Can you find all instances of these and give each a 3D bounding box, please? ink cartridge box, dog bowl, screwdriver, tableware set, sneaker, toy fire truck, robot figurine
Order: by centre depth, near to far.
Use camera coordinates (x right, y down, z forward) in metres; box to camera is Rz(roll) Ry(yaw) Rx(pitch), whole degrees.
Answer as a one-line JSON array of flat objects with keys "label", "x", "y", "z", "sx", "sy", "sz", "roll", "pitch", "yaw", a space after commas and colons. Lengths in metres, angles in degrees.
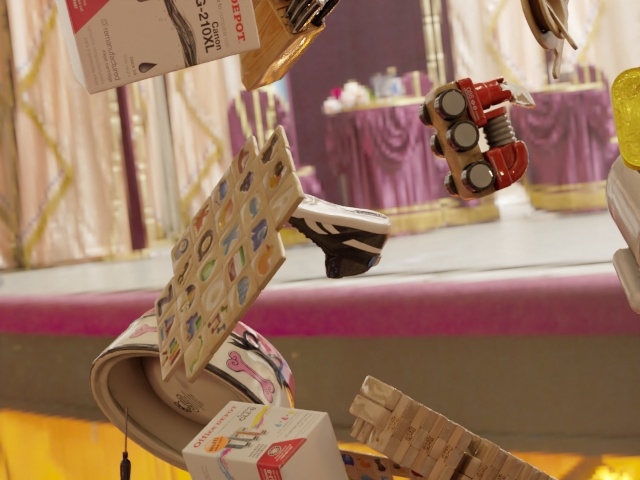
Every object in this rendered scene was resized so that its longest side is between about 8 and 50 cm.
[{"label": "tableware set", "x": 0.250, "y": -0.279, "z": 1.267, "sx": 0.039, "sy": 0.128, "sz": 0.194, "roll": -16, "pitch": 36, "yaw": 31}, {"label": "ink cartridge box", "x": -0.212, "y": -0.307, "z": 1.524, "sx": 0.237, "sy": 0.172, "sz": 0.100, "roll": -18, "pitch": 26, "yaw": -17}, {"label": "ink cartridge box", "x": -0.076, "y": 0.314, "z": 1.648, "sx": 0.176, "sy": 0.127, "sz": 0.128, "roll": 0, "pitch": 29, "yaw": 36}, {"label": "robot figurine", "x": 0.532, "y": -0.032, "z": 1.699, "sx": 0.199, "sy": 0.300, "sz": 0.353, "roll": 23, "pitch": 27, "yaw": -20}, {"label": "sneaker", "x": 0.000, "y": 0.000, "z": 1.947, "sx": 0.216, "sy": 0.121, "sz": 0.079, "roll": 13, "pitch": 21, "yaw": -5}, {"label": "toy fire truck", "x": 0.330, "y": -0.210, "z": 2.236, "sx": 0.246, "sy": 0.217, "sz": 0.158, "roll": -21, "pitch": 1, "yaw": -15}, {"label": "screwdriver", "x": -0.374, "y": 0.391, "z": 2.273, "sx": 0.024, "sy": 0.170, "sz": 0.025, "roll": -13, "pitch": 23, "yaw": -37}, {"label": "dog bowl", "x": -0.229, "y": 0.286, "z": 2.287, "sx": 0.407, "sy": 0.408, "sz": 0.150, "roll": -5, "pitch": 42, "yaw": 34}]

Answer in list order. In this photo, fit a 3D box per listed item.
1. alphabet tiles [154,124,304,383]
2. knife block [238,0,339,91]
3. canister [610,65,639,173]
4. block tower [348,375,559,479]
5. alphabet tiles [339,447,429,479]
[{"label": "alphabet tiles", "x": -0.131, "y": 0.019, "z": 1.604, "sx": 0.011, "sy": 0.342, "sz": 0.285, "roll": 24, "pitch": 28, "yaw": -27}, {"label": "knife block", "x": -0.054, "y": -0.383, "z": 2.168, "sx": 0.088, "sy": 0.276, "sz": 0.242, "roll": -25, "pitch": 36, "yaw": -32}, {"label": "canister", "x": 0.424, "y": -0.141, "z": 1.517, "sx": 0.073, "sy": 0.126, "sz": 0.170, "roll": -10, "pitch": -10, "yaw": 21}, {"label": "block tower", "x": 0.194, "y": 0.313, "z": 1.724, "sx": 0.335, "sy": 0.091, "sz": 0.097, "roll": 31, "pitch": -5, "yaw": -22}, {"label": "alphabet tiles", "x": 0.117, "y": 0.505, "z": 2.348, "sx": 0.237, "sy": 0.198, "sz": 0.009, "roll": 4, "pitch": 27, "yaw": 32}]
